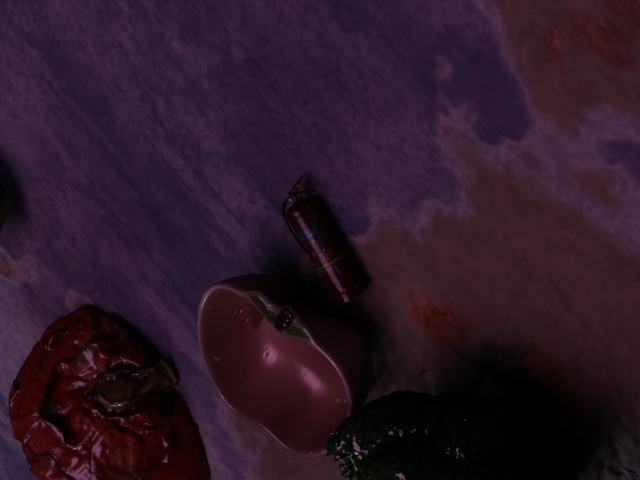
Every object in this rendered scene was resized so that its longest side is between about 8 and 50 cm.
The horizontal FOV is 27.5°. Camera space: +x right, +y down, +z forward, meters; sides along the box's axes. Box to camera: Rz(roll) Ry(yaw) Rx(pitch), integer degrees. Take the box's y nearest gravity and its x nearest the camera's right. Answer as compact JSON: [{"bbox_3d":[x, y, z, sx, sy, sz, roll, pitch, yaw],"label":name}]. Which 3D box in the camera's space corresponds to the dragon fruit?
[{"bbox_3d":[-0.293,0.211,1.638,0.317,0.152,0.205,33,133,23],"label":"dragon fruit"}]

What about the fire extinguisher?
[{"bbox_3d":[0.000,0.000,1.310,0.056,0.039,0.132,-26,97,39],"label":"fire extinguisher"}]

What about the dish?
[{"bbox_3d":[-0.025,0.116,1.370,0.213,0.090,0.213,26,134,30],"label":"dish"}]

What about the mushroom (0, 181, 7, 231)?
[{"bbox_3d":[-0.472,-0.039,1.651,0.166,0.166,0.127,31,177,24],"label":"mushroom"}]

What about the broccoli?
[{"bbox_3d":[0.107,0.274,1.213,0.297,0.297,0.297,39,172,6],"label":"broccoli"}]
